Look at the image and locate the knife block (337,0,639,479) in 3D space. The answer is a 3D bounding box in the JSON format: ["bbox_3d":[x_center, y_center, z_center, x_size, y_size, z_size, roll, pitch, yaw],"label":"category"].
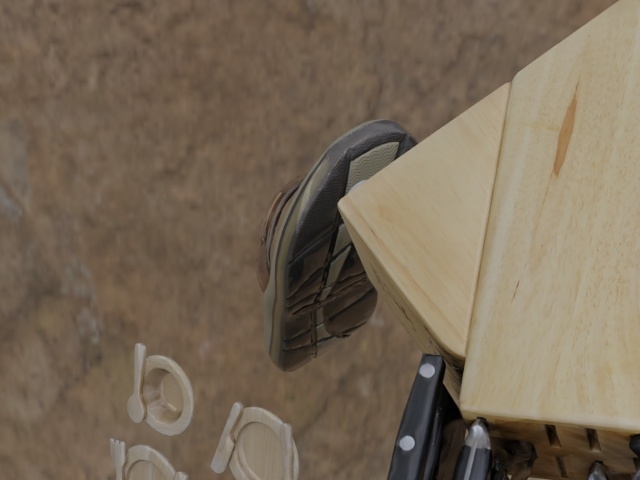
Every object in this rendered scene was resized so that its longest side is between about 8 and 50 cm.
[{"bbox_3d":[0.130,0.048,0.778,0.276,0.088,0.242,-36,65,-5],"label":"knife block"}]

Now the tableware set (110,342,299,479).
[{"bbox_3d":[-0.081,0.154,1.284,0.169,0.141,0.020,28,27,35],"label":"tableware set"}]

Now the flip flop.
[{"bbox_3d":[0.000,0.000,1.345,0.112,0.277,0.080,-24,68,-19],"label":"flip flop"}]
